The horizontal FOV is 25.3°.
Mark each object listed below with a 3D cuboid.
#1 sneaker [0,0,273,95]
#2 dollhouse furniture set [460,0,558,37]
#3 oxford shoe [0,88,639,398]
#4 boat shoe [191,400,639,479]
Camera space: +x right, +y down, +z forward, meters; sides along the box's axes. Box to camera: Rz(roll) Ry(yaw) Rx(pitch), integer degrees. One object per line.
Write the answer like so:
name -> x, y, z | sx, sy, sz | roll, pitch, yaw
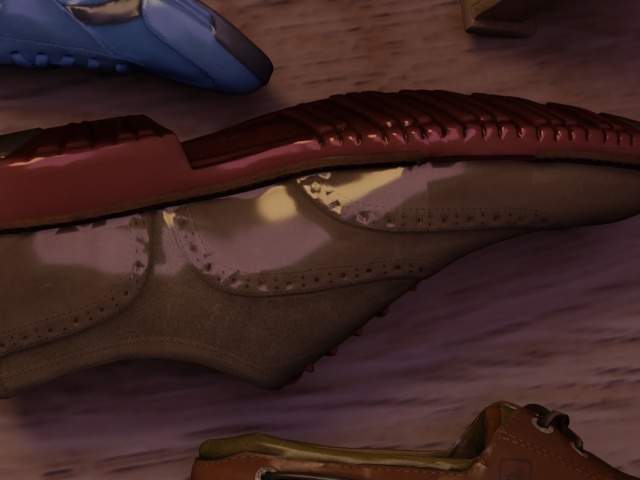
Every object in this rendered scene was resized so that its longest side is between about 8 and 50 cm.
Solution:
sneaker -> -0.127, -0.107, 0.696 | 0.209, 0.069, 0.082 | 26, 85, 0
dollhouse furniture set -> 0.210, -0.175, 0.736 | 0.242, 0.161, 0.212 | 1, 78, -29
oxford shoe -> 0.000, 0.000, 0.678 | 0.348, 0.123, 0.130 | -6, 102, -6
boat shoe -> 0.093, 0.123, 0.649 | 0.307, 0.111, 0.104 | -4, 80, -8
